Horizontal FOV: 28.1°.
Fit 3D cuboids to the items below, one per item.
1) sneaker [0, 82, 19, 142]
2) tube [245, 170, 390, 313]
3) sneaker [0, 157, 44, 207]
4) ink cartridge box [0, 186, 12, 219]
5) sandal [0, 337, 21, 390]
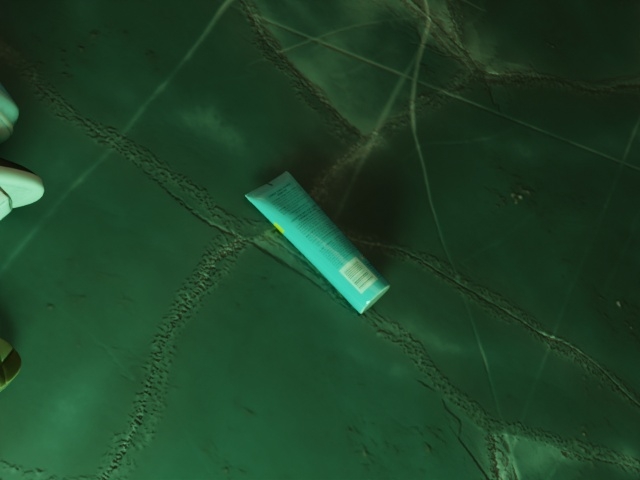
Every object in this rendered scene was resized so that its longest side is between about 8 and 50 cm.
[{"bbox_3d":[-0.405,-0.277,1.436,0.208,0.127,0.319,-43,88,-16],"label":"sneaker"},{"bbox_3d":[0.000,0.000,1.611,0.207,0.052,0.080,47,43,10],"label":"tube"},{"bbox_3d":[-0.440,-0.120,1.367,0.295,0.104,0.147,9,62,-23],"label":"sneaker"},{"bbox_3d":[-0.494,0.018,1.219,0.371,0.069,0.176,-42,87,-17],"label":"ink cartridge box"},{"bbox_3d":[-0.371,0.154,1.280,0.072,0.049,0.180,51,34,-1],"label":"sandal"}]
